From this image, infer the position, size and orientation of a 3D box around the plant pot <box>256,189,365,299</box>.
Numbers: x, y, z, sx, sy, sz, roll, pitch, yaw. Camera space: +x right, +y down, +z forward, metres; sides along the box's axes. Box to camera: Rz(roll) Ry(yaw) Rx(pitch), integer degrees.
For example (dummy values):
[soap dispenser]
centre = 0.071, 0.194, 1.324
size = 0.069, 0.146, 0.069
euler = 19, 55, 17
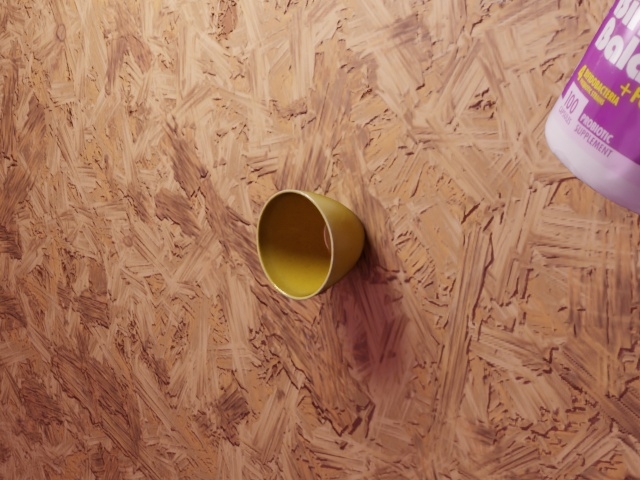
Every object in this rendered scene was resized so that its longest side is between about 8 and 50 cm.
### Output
[plant pot]
centre = 0.000, 0.000, 1.026
size = 0.134, 0.095, 0.134
euler = 10, 104, 44

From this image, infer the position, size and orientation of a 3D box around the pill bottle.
[pill bottle]
centre = 0.315, -0.171, 0.631
size = 0.169, 0.169, 0.301
euler = 44, 125, 30
